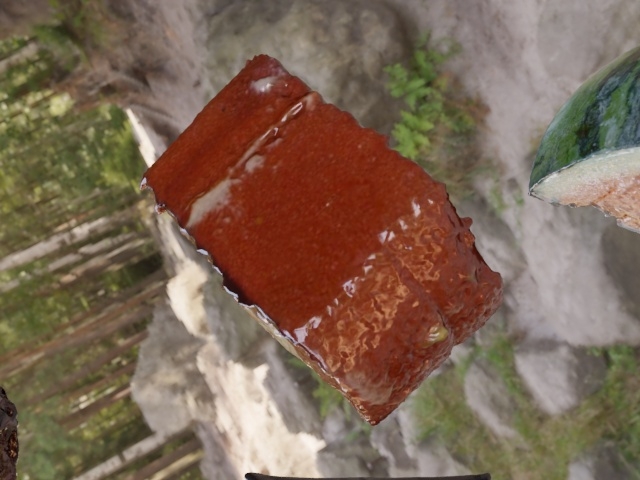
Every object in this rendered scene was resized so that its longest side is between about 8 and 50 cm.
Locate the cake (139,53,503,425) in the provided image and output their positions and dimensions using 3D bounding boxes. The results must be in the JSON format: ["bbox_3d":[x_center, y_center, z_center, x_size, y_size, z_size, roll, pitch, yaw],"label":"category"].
[{"bbox_3d":[0.000,0.000,0.659,0.283,0.151,0.177,39,176,39],"label":"cake"}]

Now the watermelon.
[{"bbox_3d":[0.362,-0.089,0.839,0.201,0.213,0.261,48,152,-23],"label":"watermelon"}]

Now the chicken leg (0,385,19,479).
[{"bbox_3d":[-0.318,0.226,0.844,0.093,0.053,0.205,-65,-19,-70],"label":"chicken leg"}]

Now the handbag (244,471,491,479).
[{"bbox_3d":[0.049,0.334,0.894,0.089,0.254,0.211,133,139,-73],"label":"handbag"}]
